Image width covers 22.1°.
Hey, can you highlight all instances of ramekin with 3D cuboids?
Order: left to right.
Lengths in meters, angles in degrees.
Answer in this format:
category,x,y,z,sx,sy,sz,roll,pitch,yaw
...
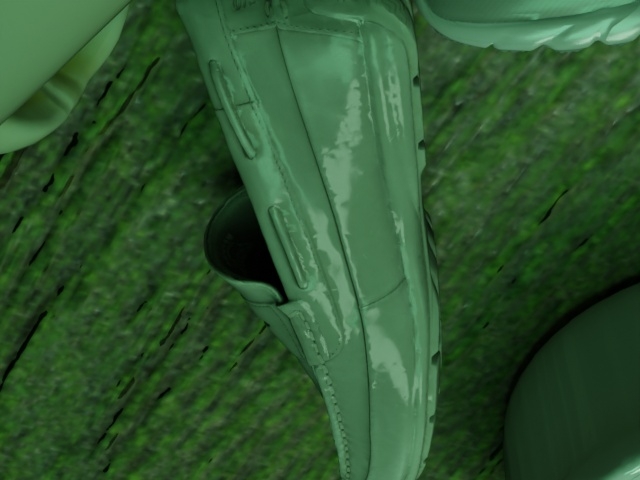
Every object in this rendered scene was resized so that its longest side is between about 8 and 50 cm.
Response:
category,x,y,z,sx,sy,sz,roll,pitch,yaw
ramekin,0.235,0.138,0.937,0.277,0.135,0.277,-4,134,-4

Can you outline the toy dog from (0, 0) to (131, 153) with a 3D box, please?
category,x,y,z,sx,sy,sz,roll,pitch,yaw
toy dog,-0.160,-0.087,0.511,0.284,0.395,0.408,22,118,-36

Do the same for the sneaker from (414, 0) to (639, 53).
category,x,y,z,sx,sy,sz,roll,pitch,yaw
sneaker,0.162,-0.171,0.680,0.281,0.105,0.115,-24,117,6

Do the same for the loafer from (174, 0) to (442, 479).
category,x,y,z,sx,sy,sz,roll,pitch,yaw
loafer,0.000,0.000,0.801,0.111,0.112,0.319,-5,126,4
